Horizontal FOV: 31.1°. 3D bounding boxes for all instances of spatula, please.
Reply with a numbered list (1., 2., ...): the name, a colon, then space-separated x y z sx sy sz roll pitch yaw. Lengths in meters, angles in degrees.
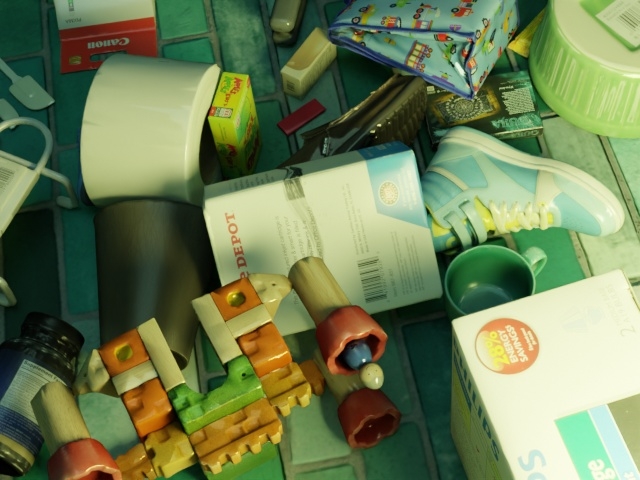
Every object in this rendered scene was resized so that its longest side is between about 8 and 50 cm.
1. spatula: -0.604 -0.267 2.031 0.168 0.019 0.242 -40 63 -17

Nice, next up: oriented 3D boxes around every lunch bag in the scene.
1. lunch bag: 0.166 -0.387 1.952 0.293 0.138 0.221 19 51 21

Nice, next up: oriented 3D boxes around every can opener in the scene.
1. can opener: -0.016 -0.473 2.067 0.095 0.076 0.283 7 61 10

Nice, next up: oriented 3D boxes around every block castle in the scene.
1. block castle: -0.121 0.246 1.511 0.453 0.303 0.213 -26 53 -10

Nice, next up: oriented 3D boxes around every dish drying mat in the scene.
1. dish drying mat: -0.032 -0.208 1.947 0.083 0.008 0.032 -36 63 -16

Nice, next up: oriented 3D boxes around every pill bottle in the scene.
1. pill bottle: -0.429 0.218 1.659 0.123 0.123 0.219 15 61 14

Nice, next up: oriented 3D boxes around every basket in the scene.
1. basket: -0.249 0.074 1.718 0.204 0.154 0.226 0 63 3

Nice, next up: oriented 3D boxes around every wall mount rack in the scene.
1. wall mount rack: -0.572 -0.045 1.837 0.304 0.130 0.350 20 63 13

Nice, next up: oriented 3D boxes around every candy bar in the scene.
1. candy bar: 0.389 -0.379 2.003 0.040 0.018 0.161 35 68 19

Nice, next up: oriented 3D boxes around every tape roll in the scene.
1. tape roll: -0.251 -0.160 1.801 0.169 0.246 0.246 8 60 10

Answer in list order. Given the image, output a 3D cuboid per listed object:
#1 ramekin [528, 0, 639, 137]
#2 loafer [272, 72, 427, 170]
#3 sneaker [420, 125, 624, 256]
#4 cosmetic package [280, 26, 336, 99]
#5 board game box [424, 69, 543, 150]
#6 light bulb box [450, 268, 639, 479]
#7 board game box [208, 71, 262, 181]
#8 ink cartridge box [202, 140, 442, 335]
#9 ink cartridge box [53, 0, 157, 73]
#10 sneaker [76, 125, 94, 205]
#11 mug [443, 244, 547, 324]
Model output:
1. ramekin: 0.499 -0.332 1.877 0.303 0.148 0.303 -1 61 2
2. loafer: 0.026 -0.153 1.833 0.130 0.134 0.366 38 70 25
3. sneaker: 0.279 -0.033 1.746 0.319 0.127 0.208 24 62 29
4. cosmetic package: -0.020 -0.304 1.973 0.041 0.060 0.115 27 63 18
5. board game box: 0.265 -0.216 1.912 0.186 0.026 0.126 -8 59 0
6. light bulb box: 0.318 0.289 1.404 0.225 0.361 0.358 -17 59 -5
7. board game box: -0.133 -0.174 1.833 0.043 0.181 0.092 8 60 10
8. ink cartridge box: 0.000 0.000 1.683 0.307 0.223 0.129 -14 14 -3
9. ink cartridge box: -0.390 -0.414 2.081 0.181 0.056 0.224 -8 57 1
10. sneaker: -0.372 -0.145 1.912 0.082 0.069 0.209 0 58 22
11. mug: 0.259 0.083 1.689 0.158 0.097 0.129 -5 58 1
